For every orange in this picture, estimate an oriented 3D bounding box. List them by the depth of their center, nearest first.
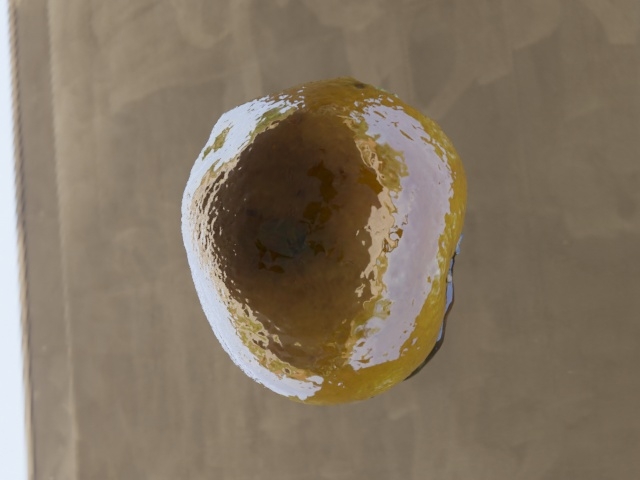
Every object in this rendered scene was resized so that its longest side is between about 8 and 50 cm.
[{"bbox_3d":[0.000,0.000,0.478,0.160,0.112,0.170,-42,-91,12],"label":"orange"}]
